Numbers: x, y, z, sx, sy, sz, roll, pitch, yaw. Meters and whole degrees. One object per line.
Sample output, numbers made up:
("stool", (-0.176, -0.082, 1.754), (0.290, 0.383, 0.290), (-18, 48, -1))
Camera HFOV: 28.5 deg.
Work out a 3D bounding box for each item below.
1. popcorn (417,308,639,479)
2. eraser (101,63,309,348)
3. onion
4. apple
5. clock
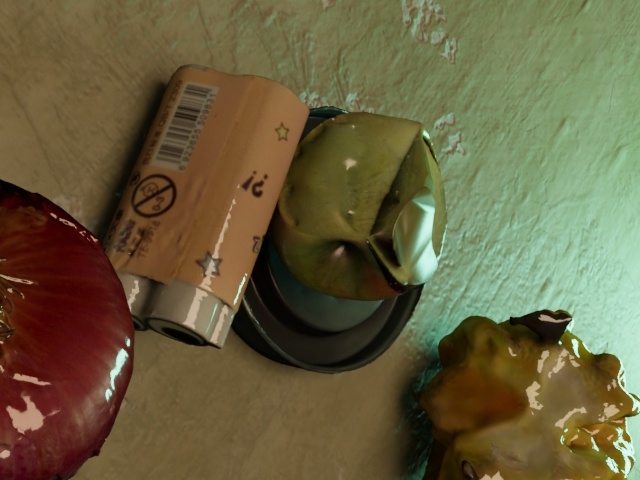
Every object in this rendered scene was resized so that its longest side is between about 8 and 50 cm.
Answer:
("popcorn", (0.260, 0.240, 1.664), (0.316, 0.281, 0.297), (-36, 74, -8))
("eraser", (-0.139, -0.042, 1.357), (0.087, 0.171, 0.290), (60, 45, -61))
("onion", (-0.346, 0.106, 1.125), (0.348, 0.285, 0.347), (12, 46, -12))
("apple", (0.046, -0.035, 1.431), (0.207, 0.174, 0.188), (25, 53, -10))
("clock", (0.000, 0.000, 1.544), (0.325, 0.067, 0.325), (3, 86, -42))
